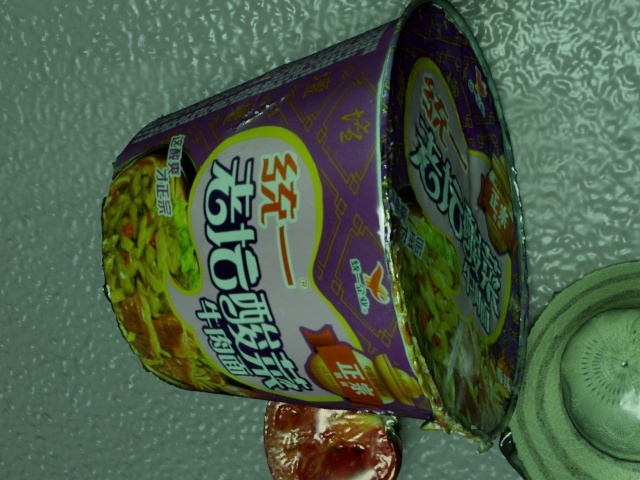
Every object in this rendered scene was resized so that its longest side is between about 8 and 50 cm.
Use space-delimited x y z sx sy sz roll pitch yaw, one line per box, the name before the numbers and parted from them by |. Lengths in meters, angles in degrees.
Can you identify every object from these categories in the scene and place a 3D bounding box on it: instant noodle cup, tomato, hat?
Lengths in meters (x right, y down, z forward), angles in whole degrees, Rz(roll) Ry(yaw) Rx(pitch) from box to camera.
instant noodle cup | 0.000 0.000 0.669 0.266 0.340 0.339 -8 103 26
tomato | 0.019 0.196 0.835 0.139 0.091 0.159 -18 73 11
hat | 0.254 0.110 0.656 0.252 0.110 0.252 -13 61 24

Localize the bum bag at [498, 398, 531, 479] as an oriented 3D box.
bum bag | 0.322 0.146 0.723 0.340 0.095 0.144 -19 72 19
